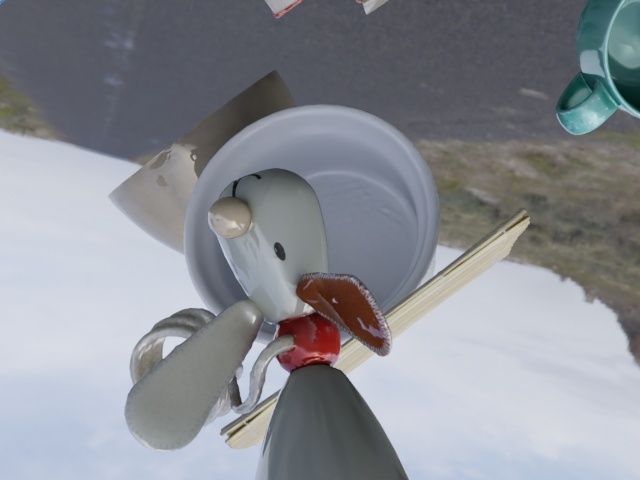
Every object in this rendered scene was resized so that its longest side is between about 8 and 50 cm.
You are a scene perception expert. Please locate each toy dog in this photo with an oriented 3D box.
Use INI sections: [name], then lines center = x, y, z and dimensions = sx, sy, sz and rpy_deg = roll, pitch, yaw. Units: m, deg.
[toy dog]
center = -0.025, 0.117, 0.492
dimensions = 0.333, 0.220, 0.161
rpy_deg = 53, -162, 25

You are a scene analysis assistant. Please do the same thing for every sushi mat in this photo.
[sushi mat]
center = 0.051, 0.084, 0.759
dimensions = 0.019, 0.316, 0.151
rpy_deg = 53, 174, 12

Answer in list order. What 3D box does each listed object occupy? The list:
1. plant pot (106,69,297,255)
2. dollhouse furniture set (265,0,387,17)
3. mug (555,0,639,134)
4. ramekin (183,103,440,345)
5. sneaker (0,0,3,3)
[plant pot]
center = -0.116, -0.071, 1.159
dimensions = 0.191, 0.284, 0.284
rpy_deg = 53, 177, -8
[dollhouse furniture set]
center = 0.008, -0.463, 1.319
dimensions = 0.262, 0.259, 0.135
rpy_deg = 57, -172, 1
[mug]
center = 0.263, -0.163, 0.694
dimensions = 0.158, 0.129, 0.097
rpy_deg = -8, -161, -1
[ramekin]
center = 0.000, 0.000, 0.952
dimensions = 0.277, 0.277, 0.135
rpy_deg = 16, 164, 18
[sneaker]
center = -0.253, -0.284, 0.654
dimensions = 0.126, 0.240, 0.091
rpy_deg = 36, -149, 25
